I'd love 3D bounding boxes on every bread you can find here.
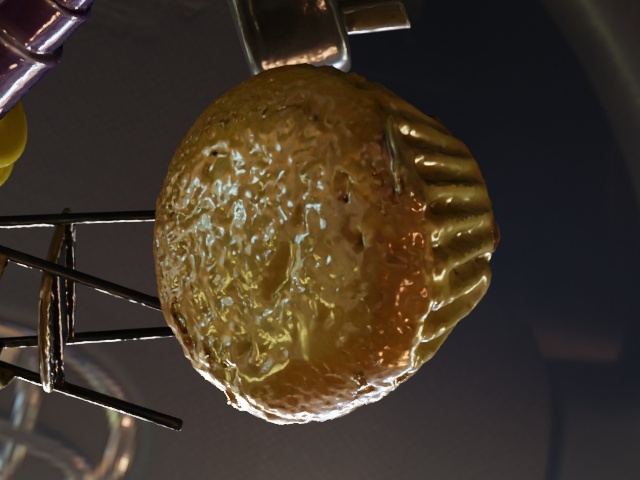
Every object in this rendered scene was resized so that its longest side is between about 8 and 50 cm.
[{"bbox_3d":[-0.004,0.001,1.013,0.240,0.240,0.139,-12,177,36],"label":"bread"}]

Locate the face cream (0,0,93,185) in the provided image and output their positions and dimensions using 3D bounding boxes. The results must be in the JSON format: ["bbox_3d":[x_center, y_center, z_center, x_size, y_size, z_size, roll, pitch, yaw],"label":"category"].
[{"bbox_3d":[-0.162,-0.022,0.518,0.273,0.078,0.078,-38,127,22],"label":"face cream"}]

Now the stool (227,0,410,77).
[{"bbox_3d":[-0.015,-0.217,1.232,0.139,0.153,0.228,-17,146,1],"label":"stool"}]

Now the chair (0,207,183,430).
[{"bbox_3d":[-0.236,0.065,1.410,0.247,0.172,0.158,8,131,3],"label":"chair"}]
